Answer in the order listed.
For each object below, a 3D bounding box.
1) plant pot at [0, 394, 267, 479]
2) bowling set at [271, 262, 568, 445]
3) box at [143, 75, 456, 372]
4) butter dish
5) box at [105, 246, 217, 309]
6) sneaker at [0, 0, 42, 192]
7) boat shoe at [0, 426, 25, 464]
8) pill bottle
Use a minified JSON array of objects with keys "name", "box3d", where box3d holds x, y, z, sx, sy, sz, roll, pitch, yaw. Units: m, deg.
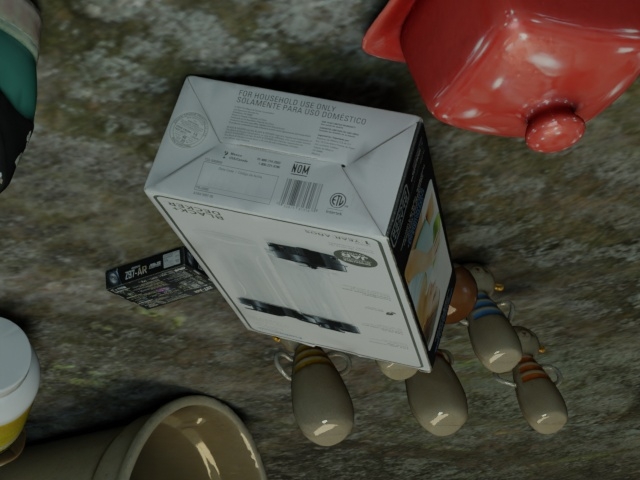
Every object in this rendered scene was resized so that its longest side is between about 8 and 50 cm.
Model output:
[{"name":"plant pot","box3d":[-0.270,0.362,1.438,0.305,0.334,0.334,-7,159,28]},{"name":"bowling set","box3d":[0.110,0.071,1.098,0.286,0.154,0.200,1,129,-15]},{"name":"box","box3d":[0.000,0.000,0.862,0.169,0.087,0.290,11,160,16]},{"name":"butter dish","box3d":[0.126,-0.107,0.686,0.160,0.118,0.160,3,155,-23]},{"name":"box","box3d":[-0.139,0.035,1.050,0.083,0.018,0.067,-18,154,22]},{"name":"sneaker","box3d":[-0.271,-0.103,0.575,0.302,0.121,0.108,16,148,-40]},{"name":"boat shoe","box3d":[-0.475,0.219,1.264,0.302,0.109,0.098,6,152,-40]},{"name":"pill bottle","box3d":[-0.324,0.139,1.126,0.103,0.103,0.184,2,154,-20]}]
